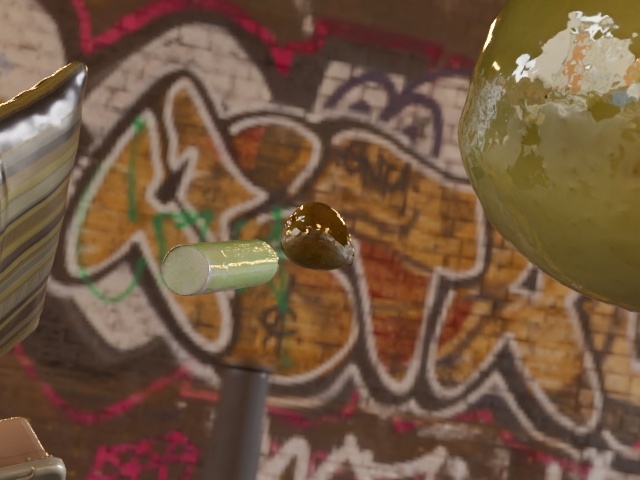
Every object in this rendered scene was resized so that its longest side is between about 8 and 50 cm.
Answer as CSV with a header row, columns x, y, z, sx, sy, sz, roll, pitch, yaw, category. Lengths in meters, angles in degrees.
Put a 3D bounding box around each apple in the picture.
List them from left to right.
x,y,z,sx,sy,sz,roll,pitch,yaw,category
0.386,-0.134,1.328,0.474,0.473,0.473,9,-6,1,apple

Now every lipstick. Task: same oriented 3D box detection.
x,y,z,sx,sy,sz,roll,pitch,yaw,category
-0.138,0.036,1.700,0.076,0.076,0.304,7,3,16,lipstick

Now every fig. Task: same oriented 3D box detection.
x,y,z,sx,sy,sz,roll,pitch,yaw,category
0.000,0.000,1.300,0.088,0.074,0.074,32,-14,-21,fig

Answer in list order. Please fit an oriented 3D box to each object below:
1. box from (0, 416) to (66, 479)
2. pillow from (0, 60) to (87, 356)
x,y,z,sx,sy,sz,roll,pitch,yaw,category
-0.230,0.181,0.814,0.089,0.122,0.062,-8,43,-33,box
-0.202,0.023,0.644,0.052,0.212,0.208,29,36,13,pillow
